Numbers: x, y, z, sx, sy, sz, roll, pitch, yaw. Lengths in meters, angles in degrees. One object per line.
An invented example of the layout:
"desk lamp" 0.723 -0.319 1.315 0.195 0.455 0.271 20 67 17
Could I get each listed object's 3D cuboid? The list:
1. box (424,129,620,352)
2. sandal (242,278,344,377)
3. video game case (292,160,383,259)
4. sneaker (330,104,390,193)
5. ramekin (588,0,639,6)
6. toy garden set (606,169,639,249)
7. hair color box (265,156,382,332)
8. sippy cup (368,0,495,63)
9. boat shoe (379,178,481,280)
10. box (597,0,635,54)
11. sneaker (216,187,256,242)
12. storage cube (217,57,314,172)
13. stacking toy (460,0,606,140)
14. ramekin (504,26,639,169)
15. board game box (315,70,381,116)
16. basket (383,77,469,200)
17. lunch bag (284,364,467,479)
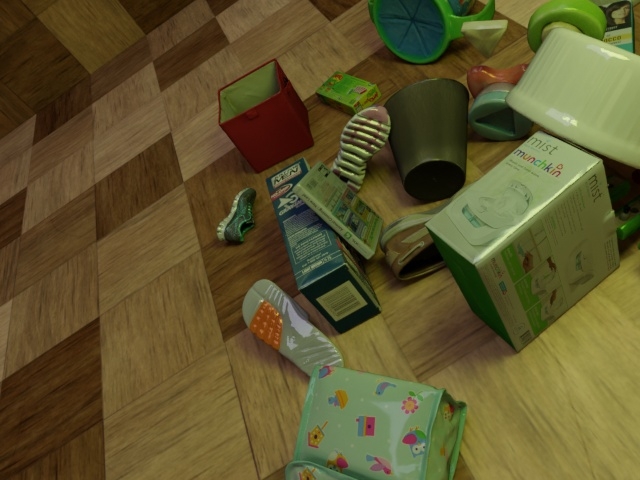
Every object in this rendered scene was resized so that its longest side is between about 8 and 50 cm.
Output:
"box" 0.325 0.009 0.876 0.231 0.262 0.127 -41 42 -2
"sandal" -0.052 0.187 1.123 0.265 0.076 0.102 41 90 26
"video game case" 0.043 -0.067 1.130 0.023 0.193 0.212 -46 6 21
"sneaker" 0.091 -0.219 1.296 0.095 0.236 0.104 27 43 0
"ramekin" 0.658 -0.624 1.312 0.207 0.109 0.207 -19 45 20
"toy garden set" 0.561 -0.059 0.894 0.204 0.049 0.244 -30 43 -18
"hair color box" 0.000 0.000 1.166 0.105 0.174 0.347 -30 43 8
"sippy cup" 0.294 -0.628 1.494 0.224 0.305 0.240 -47 -2 -25
"boat shoe" 0.267 -0.014 1.051 0.324 0.123 0.116 -28 46 24
"box" 0.605 -0.401 1.190 0.100 0.060 0.244 -4 53 32
"sneaker" -0.195 -0.059 1.445 0.076 0.065 0.166 15 66 23
"storage cube" -0.147 -0.338 1.545 0.215 0.193 0.183 -24 44 13
"stacking toy" 0.410 -0.294 1.078 0.309 0.279 0.130 2 61 36
"ramekin" 0.447 -0.225 0.882 0.277 0.277 0.135 55 131 48
"board game box" 0.074 -0.406 1.564 0.092 0.043 0.181 -45 43 -8
"basket" 0.232 -0.210 1.216 0.204 0.154 0.227 -17 50 24
"lunch bag" 0.076 0.338 0.840 0.223 0.160 0.262 5 68 33
